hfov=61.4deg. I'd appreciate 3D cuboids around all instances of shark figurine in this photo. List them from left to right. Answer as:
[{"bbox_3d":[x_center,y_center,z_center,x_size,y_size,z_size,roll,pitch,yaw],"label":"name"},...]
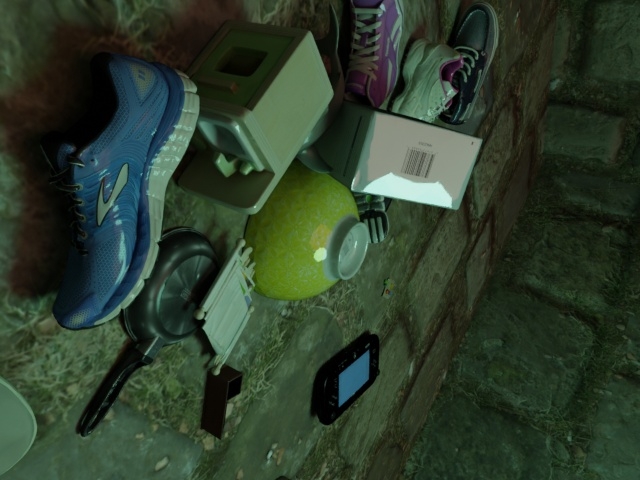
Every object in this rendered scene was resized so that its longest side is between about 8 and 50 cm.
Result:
[{"bbox_3d":[-0.003,-0.229,0.880,0.278,0.166,0.116,-59,-174,-12],"label":"shark figurine"}]

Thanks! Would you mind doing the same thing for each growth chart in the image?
[{"bbox_3d":[-0.155,0.115,0.934,0.237,0.021,0.172,91,23,-54],"label":"growth chart"}]

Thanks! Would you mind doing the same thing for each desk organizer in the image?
[{"bbox_3d":[-0.186,0.304,1.021,0.047,0.050,0.130,-16,120,-56],"label":"desk organizer"}]

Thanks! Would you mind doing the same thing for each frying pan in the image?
[{"bbox_3d":[-0.253,0.117,0.803,0.326,0.053,0.197,-51,146,-38],"label":"frying pan"}]

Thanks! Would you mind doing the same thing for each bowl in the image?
[{"bbox_3d":[0.000,0.000,1.056,0.289,0.156,0.290,-39,139,-45],"label":"bowl"}]

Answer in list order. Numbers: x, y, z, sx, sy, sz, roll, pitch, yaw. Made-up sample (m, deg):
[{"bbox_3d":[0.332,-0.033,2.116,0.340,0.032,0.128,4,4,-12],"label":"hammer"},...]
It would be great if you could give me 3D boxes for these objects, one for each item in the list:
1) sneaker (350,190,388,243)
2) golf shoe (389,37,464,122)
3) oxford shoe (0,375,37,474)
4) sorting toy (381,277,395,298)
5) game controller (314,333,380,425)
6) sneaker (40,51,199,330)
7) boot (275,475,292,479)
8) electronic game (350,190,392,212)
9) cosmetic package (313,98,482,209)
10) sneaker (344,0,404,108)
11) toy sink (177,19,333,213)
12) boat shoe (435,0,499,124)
[{"bbox_3d":[0.105,-0.105,1.196,0.132,0.086,0.229,28,60,-84],"label":"sneaker"},{"bbox_3d":[0.251,-0.331,1.315,0.115,0.140,0.306,-8,115,-60],"label":"golf shoe"},{"bbox_3d":[-0.387,0.168,0.456,0.169,0.130,0.449,-50,158,-21],"label":"oxford shoe"},{"bbox_3d":[0.207,0.147,1.653,0.083,0.012,0.062,31,79,-61],"label":"sorting toy"},{"bbox_3d":[0.085,0.385,1.528,0.319,0.067,0.167,-24,127,-54],"label":"game controller"},{"bbox_3d":[-0.262,-0.059,0.626,0.147,0.129,0.330,15,90,-47],"label":"sneaker"},{"bbox_3d":[-0.074,0.690,1.269,0.283,0.220,0.109,-7,113,-59],"label":"boot"},{"bbox_3d":[0.110,-0.127,1.282,0.229,0.048,0.229,-25,123,-44],"label":"electronic game"},{"bbox_3d":[0.123,-0.165,0.986,0.224,0.225,0.138,8,109,-25],"label":"cosmetic package"},{"bbox_3d":[0.094,-0.367,1.035,0.161,0.102,0.282,-61,151,-33],"label":"sneaker"},{"bbox_3d":[-0.113,-0.180,0.755,0.234,0.152,0.131,-59,149,-19],"label":"toy sink"},{"bbox_3d":[0.398,-0.481,1.487,0.158,0.127,0.341,-33,135,-59],"label":"boat shoe"}]
